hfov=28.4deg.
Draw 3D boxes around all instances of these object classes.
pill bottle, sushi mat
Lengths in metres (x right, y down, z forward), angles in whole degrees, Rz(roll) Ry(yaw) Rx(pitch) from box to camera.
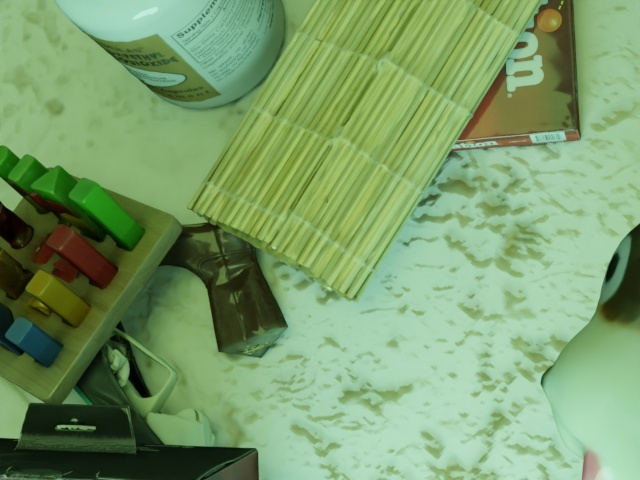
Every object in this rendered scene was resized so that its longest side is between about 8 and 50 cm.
[{"bbox_3d":[-0.123,-0.194,0.912,0.131,0.229,0.131,-6,72,18],"label":"pill bottle"},{"bbox_3d":[0.045,-0.122,0.912,0.151,0.019,0.316,30,86,22],"label":"sushi mat"}]

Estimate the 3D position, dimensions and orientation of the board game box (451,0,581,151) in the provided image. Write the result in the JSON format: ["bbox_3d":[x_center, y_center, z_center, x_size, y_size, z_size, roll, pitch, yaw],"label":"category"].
[{"bbox_3d":[0.113,-0.204,0.938,0.145,0.027,0.281,-4,76,15],"label":"board game box"}]

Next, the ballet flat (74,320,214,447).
[{"bbox_3d":[-0.122,0.128,0.904,0.074,0.074,0.203,-41,64,3],"label":"ballet flat"}]

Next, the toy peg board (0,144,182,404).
[{"bbox_3d":[-0.216,0.012,0.927,0.161,0.079,0.160,20,70,40],"label":"toy peg board"}]

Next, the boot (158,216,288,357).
[{"bbox_3d":[-0.086,0.042,0.938,0.106,0.037,0.114,-23,73,13],"label":"boot"}]

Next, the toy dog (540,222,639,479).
[{"bbox_3d":[0.289,0.146,0.647,0.395,0.284,0.408,-37,64,4],"label":"toy dog"}]

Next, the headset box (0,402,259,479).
[{"bbox_3d":[-0.153,0.251,0.809,0.218,0.110,0.293,-1,92,18],"label":"headset box"}]

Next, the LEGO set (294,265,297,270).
[{"bbox_3d":[0.001,-0.002,0.930,0.054,0.023,0.083,-29,54,6],"label":"LEGO set"}]
